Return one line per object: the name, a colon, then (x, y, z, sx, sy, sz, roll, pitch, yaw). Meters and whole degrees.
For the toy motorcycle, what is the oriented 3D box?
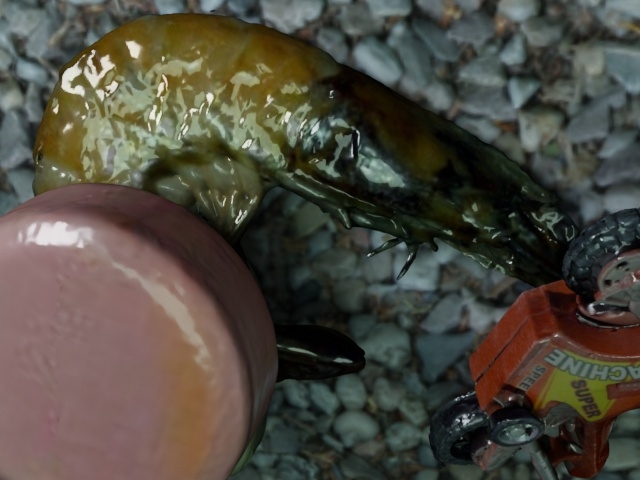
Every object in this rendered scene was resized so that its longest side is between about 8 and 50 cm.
toy motorcycle: (0.193, 0.087, 0.686, 0.171, 0.089, 0.298, 3, 139, -22)

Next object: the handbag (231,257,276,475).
handbag: (-0.162, 0.080, 0.806, 0.256, 0.079, 0.219, 3, 96, 8)

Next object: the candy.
candy: (-0.157, 0.087, 0.680, 0.255, 0.094, 0.255, 5, 113, 13)

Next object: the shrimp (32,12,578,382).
shrimp: (0.000, 0.000, 0.718, 0.445, 0.085, 0.272, 18, 98, -4)
